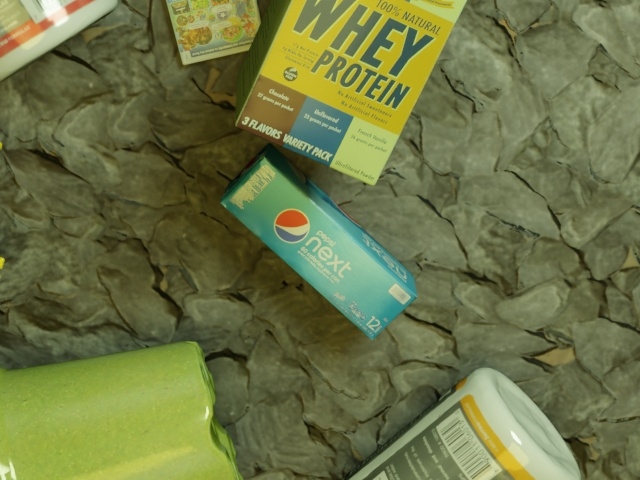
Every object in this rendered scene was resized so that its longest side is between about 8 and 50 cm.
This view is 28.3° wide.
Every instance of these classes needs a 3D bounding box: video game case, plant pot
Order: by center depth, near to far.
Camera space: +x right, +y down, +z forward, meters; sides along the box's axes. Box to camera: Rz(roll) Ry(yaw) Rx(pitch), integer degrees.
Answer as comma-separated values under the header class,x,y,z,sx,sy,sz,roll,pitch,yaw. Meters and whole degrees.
class,x,y,z,sx,sy,sz,roll,pitch,yaw
video game case,-0.108,-0.241,1.245,0.087,0.011,0.122,-12,106,6
plant pot,-0.218,0.221,1.280,0.254,0.276,0.276,-16,106,-3

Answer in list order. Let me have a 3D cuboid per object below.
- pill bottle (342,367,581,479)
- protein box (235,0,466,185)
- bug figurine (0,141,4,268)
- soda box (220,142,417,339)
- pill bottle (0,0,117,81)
class,x,y,z,sx,sy,sz,roll,pitch,yaw
pill bottle,0.116,0.273,1.313,0.278,0.162,0.162,-42,101,14
protein box,0.024,-0.189,1.150,0.136,0.200,0.201,23,107,-11
bug figurine,-0.432,-0.050,1.288,0.279,0.072,0.216,22,101,1
soda box,0.000,0.000,1.281,0.210,0.071,0.067,43,103,-10
pill bottle,-0.327,-0.295,1.162,0.161,0.161,0.283,-30,103,11
